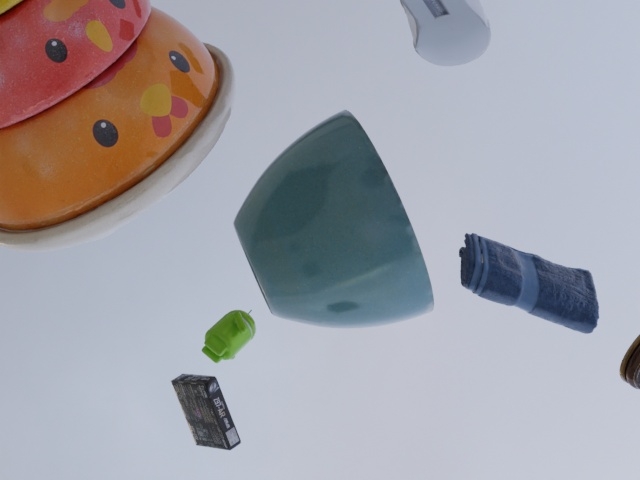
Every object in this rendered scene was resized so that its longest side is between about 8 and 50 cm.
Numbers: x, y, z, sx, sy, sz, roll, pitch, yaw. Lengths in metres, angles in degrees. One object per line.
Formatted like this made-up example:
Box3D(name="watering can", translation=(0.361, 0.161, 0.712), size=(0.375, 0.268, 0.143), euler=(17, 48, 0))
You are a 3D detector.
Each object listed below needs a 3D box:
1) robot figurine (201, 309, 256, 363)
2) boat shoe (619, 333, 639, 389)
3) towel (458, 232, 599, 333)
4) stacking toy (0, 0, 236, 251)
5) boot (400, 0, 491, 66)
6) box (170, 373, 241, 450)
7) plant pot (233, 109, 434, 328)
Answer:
Box3D(name="robot figurine", translation=(-0.162, 0.170, 2.035), size=(0.115, 0.067, 0.101), euler=(-42, 163, -40))
Box3D(name="boat shoe", translation=(0.491, 0.126, 1.502), size=(0.207, 0.073, 0.073), euler=(-43, -144, -4))
Box3D(name="towel", translation=(0.172, 0.034, 0.926), size=(0.067, 0.119, 0.029), euler=(-85, -162, -56))
Box3D(name="stacking toy", translation=(-0.340, -0.254, 1.206), size=(0.350, 0.480, 0.351), euler=(-21, -143, 16))
Box3D(name="boot", translation=(0.128, -0.302, 1.270), size=(0.095, 0.258, 0.123), euler=(-11, -111, 14))
Box3D(name="box", translation=(-0.127, 0.189, 1.247), size=(0.018, 0.083, 0.067), euler=(-30, -165, -38))
Box3D(name="plant pot", translation=(0.000, 0.000, 1.484), size=(0.195, 0.290, 0.290), euler=(-24, -145, -5))
